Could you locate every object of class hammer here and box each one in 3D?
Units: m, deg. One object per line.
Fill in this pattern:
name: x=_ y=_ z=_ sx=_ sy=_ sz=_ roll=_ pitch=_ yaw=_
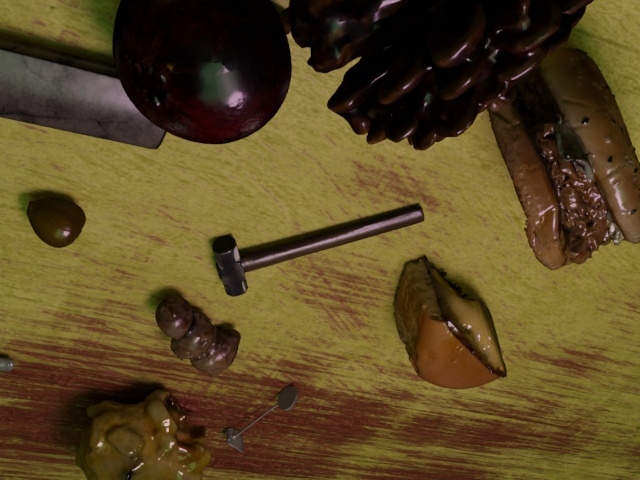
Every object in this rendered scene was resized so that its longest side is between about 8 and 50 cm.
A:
hammer: x=0.000 y=0.000 z=1.499 sx=0.365 sy=0.043 sz=0.111 roll=-16 pitch=134 yaw=-5

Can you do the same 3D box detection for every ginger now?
ginger: x=-0.222 y=0.166 z=1.558 sx=0.104 sy=0.080 sz=0.204 roll=-42 pitch=134 yaw=4

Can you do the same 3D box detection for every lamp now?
lamp: x=-0.111 y=0.366 z=1.805 sx=0.198 sy=0.050 sz=0.056 roll=-37 pitch=129 yaw=21

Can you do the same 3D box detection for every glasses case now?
glasses case: x=-0.350 y=-0.199 z=1.180 sx=0.299 sy=0.060 sz=0.114 roll=10 pitch=129 yaw=-25

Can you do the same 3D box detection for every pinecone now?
pinecone: x=0.136 y=-0.313 z=1.016 sx=0.397 sy=0.398 sz=0.398 roll=-9 pitch=135 yaw=-9

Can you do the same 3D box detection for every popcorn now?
popcorn: x=-0.334 y=0.411 z=1.670 sx=0.252 sy=0.215 sz=0.286 roll=-22 pitch=132 yaw=13

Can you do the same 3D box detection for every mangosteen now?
mangosteen: x=-0.125 y=-0.250 z=1.114 sx=0.261 sy=0.235 sz=0.236 roll=-38 pitch=149 yaw=-38

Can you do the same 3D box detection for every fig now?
fig: x=-0.400 y=-0.031 z=1.321 sx=0.088 sy=0.074 sz=0.074 roll=30 pitch=120 yaw=-18

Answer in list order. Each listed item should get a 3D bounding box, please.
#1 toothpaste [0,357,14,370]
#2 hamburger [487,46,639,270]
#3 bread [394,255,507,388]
toothpaste: x=-0.654 y=0.201 z=1.493 sx=0.255 sy=0.037 sz=0.067 roll=9 pitch=130 yaw=-19
hamburger: x=0.386 y=-0.107 z=1.355 sx=0.195 sy=0.277 sz=0.318 roll=-23 pitch=141 yaw=17
bread: x=0.232 y=0.175 z=1.620 sx=0.162 sy=0.204 sz=0.262 roll=-39 pitch=128 yaw=16
